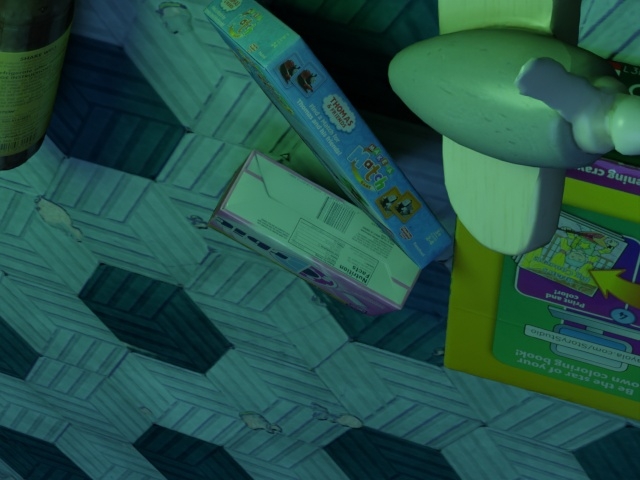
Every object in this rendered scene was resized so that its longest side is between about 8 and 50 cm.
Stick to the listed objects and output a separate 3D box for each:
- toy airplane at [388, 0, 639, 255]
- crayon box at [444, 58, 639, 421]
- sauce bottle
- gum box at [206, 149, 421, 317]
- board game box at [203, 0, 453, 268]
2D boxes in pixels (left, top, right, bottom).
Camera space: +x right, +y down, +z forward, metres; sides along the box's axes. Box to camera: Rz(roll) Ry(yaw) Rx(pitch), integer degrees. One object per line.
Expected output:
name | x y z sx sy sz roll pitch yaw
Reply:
toy airplane | 0.103 -0.227 0.562 0.384 0.272 0.386 -39 89 35
crayon box | 0.287 0.026 0.936 0.363 0.106 0.313 15 145 14
sauce bottle | -0.251 -0.185 0.985 0.111 0.111 0.344 28 145 -5
gum box | 0.000 0.000 1.086 0.188 0.062 0.107 30 168 -7
board game box | 0.004 -0.088 0.938 0.211 0.039 0.160 49 180 -32
